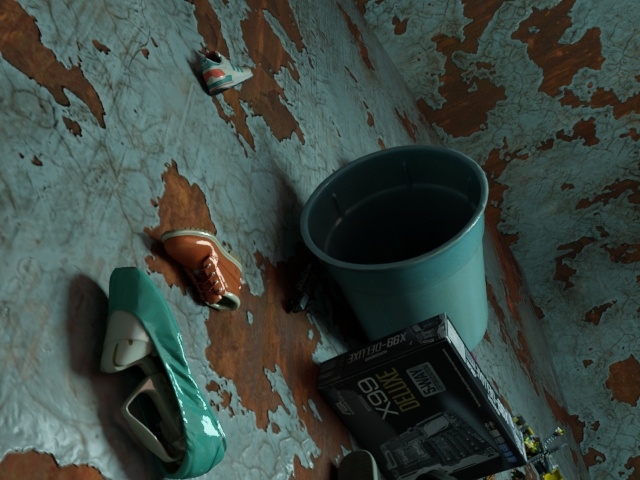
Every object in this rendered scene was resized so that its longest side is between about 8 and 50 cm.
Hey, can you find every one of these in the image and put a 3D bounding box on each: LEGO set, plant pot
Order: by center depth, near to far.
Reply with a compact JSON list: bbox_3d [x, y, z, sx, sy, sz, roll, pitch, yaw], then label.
[{"bbox_3d":[0.173,0.052,1.329,0.341,0.340,0.334,-88,161,-50],"label":"plant pot"},{"bbox_3d":[0.443,0.555,1.506,0.192,0.254,0.332,-105,170,-71],"label":"LEGO set"}]

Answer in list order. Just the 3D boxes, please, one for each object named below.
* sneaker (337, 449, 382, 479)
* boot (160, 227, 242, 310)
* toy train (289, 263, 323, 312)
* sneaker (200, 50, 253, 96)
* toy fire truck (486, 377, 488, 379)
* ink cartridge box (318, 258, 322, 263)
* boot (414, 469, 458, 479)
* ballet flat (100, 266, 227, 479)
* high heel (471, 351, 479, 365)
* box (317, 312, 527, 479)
[{"bbox_3d":[0.078,0.433,1.021,0.118,0.083,0.222,58,24,-30],"label":"sneaker"},{"bbox_3d":[-0.158,0.041,0.947,0.158,0.059,0.085,40,37,-49],"label":"boot"},{"bbox_3d":[-0.027,0.084,1.232,0.027,0.036,0.158,60,23,-16],"label":"toy train"},{"bbox_3d":[-0.179,-0.325,1.304,0.075,0.057,0.161,64,23,-15],"label":"sneaker"},{"bbox_3d":[0.298,0.233,1.576,0.217,0.158,0.246,-59,139,-22],"label":"toy fire truck"},{"bbox_3d":[0.000,0.000,1.397,0.083,0.028,0.048,63,21,-3],"label":"ink cartridge box"},{"bbox_3d":[0.151,0.507,0.970,0.260,0.131,0.348,-9,44,-25],"label":"boot"},{"bbox_3d":[-0.183,0.144,0.743,0.087,0.083,0.247,-22,85,-55],"label":"ballet flat"},{"bbox_3d":[0.333,0.290,1.735,0.181,0.127,0.378,26,47,-68],"label":"high heel"},{"bbox_3d":[0.176,0.294,1.187,0.308,0.242,0.077,56,22,-23],"label":"box"}]
